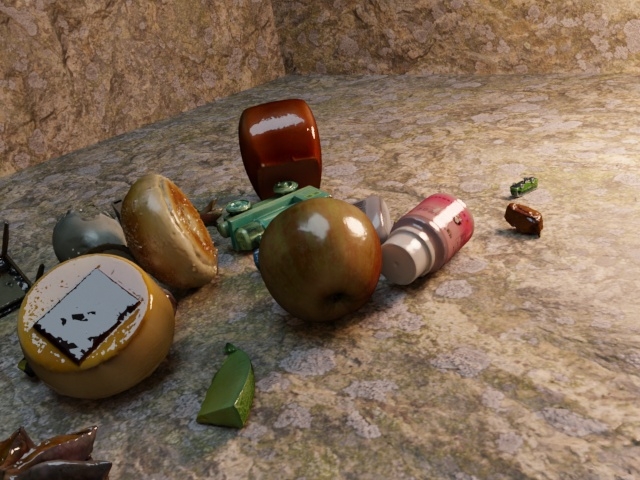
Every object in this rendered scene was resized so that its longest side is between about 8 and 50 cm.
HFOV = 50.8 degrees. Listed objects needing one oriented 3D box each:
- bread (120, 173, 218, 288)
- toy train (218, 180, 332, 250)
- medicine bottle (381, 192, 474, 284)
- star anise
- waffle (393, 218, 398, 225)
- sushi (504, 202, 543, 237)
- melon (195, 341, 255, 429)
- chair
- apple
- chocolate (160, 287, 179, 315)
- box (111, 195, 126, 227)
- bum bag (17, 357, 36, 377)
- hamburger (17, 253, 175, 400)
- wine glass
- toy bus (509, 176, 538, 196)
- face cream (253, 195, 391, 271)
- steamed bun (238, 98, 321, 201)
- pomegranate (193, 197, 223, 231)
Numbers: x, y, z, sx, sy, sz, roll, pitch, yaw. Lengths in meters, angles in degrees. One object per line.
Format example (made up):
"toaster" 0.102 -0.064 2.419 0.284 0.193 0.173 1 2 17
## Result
"bread" -0.363 -0.009 1.609 0.159 0.305 0.305 -31 24 1
"toy train" -0.120 -0.063 1.827 0.298 0.120 0.194 -25 32 -29
"medicine bottle" 0.230 -0.002 1.490 0.147 0.147 0.247 8 30 37
"star anise" -0.448 0.386 0.962 0.332 0.117 0.331 -18 23 8
"waffle" 0.211 -0.016 1.630 0.016 0.078 0.085 -52 23 20
"sushi" 0.480 -0.048 1.591 0.052 0.055 0.120 -16 32 -38
"melon" -0.167 0.261 1.224 0.114 0.053 0.261 -29 19 6
"chair" -0.834 0.113 1.722 0.188 0.166 0.272 -35 -10 -42
"apple" 0.005 0.044 1.374 0.257 0.256 0.233 -16 55 -10
"chocolate" -0.415 0.140 1.514 0.248 0.110 0.110 12 33 38
"box" -0.529 -0.038 1.925 0.058 0.140 0.201 -25 25 -18
"bum bag" -0.523 0.223 1.429 0.233 0.060 0.107 -18 26 -15
"hamburger" -0.432 0.166 1.316 0.301 0.176 0.300 -1 55 2
"wine glass" -0.577 0.035 1.735 0.191 0.190 0.357 -21 30 -20
"toy bus" 0.542 -0.144 1.797 0.083 0.037 0.031 -25 28 -26
"face cream" 0.000 0.000 1.596 0.337 0.080 0.163 -20 36 17
"steamed bun" -0.120 -0.276 1.997 0.235 0.248 0.379 -12 -15 -3
"pomegranate" -0.355 -0.045 1.858 0.191 0.131 0.152 -24 30 -1
